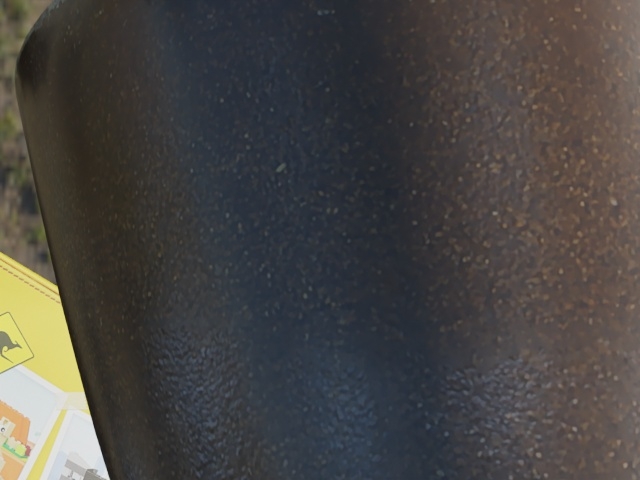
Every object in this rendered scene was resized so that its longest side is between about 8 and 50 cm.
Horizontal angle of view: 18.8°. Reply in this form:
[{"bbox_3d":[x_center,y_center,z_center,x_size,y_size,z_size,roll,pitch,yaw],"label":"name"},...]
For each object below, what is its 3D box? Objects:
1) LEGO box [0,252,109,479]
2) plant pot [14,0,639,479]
[{"bbox_3d":[-0.275,0.220,1.416,0.500,0.193,0.372,34,53,-16],"label":"LEGO box"},{"bbox_3d":[0.039,0.059,0.476,0.215,0.215,0.230,-2,70,-12],"label":"plant pot"}]
